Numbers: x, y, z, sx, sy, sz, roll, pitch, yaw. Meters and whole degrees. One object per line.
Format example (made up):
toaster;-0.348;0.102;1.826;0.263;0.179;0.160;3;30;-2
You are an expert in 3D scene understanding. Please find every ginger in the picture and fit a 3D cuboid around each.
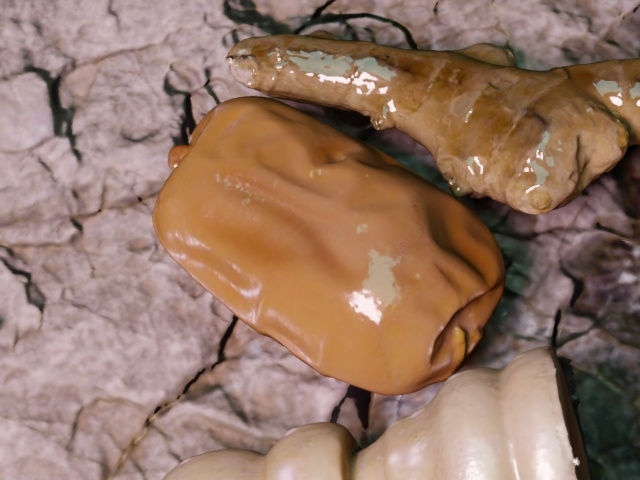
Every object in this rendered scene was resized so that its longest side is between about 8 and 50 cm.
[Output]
ginger;0.101;-0.088;1.083;0.333;0.081;0.148;14;61;18

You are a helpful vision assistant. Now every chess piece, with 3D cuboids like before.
chess piece;0.028;0.154;0.947;0.260;0.143;0.143;-15;60;11

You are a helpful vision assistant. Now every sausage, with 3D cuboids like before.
sausage;0.000;-0.001;1.030;0.241;0.120;0.136;35;46;28
